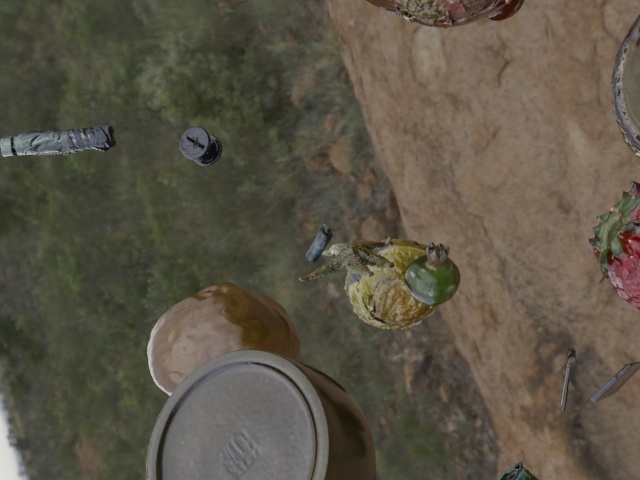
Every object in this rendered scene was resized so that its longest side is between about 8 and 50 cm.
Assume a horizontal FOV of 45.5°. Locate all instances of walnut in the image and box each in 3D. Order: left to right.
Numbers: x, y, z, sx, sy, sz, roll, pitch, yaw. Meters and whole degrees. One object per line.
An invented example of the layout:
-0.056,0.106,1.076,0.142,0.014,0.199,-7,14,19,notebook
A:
-0.250,0.281,1.970,0.398,0.354,0.307,-24,55,30,walnut

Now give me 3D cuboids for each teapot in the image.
-0.027,0.212,0.686,0.268,0.185,0.175,44,-177,36,teapot

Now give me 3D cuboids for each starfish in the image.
0.055,0.034,1.460,0.223,0.217,0.050,9,125,61,starfish

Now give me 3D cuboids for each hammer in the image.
0.644,0.368,1.996,0.065,0.021,0.178,-48,-36,-70,hammer

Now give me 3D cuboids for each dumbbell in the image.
-0.246,-0.194,1.578,0.069,0.069,0.147,68,-168,14,dumbbell

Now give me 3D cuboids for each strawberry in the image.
0.611,0.015,1.278,0.257,0.277,0.257,-160,90,-87,strawberry

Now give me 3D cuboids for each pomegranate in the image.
0.228,0.065,1.546,0.114,0.115,0.142,52,152,41,pomegranate

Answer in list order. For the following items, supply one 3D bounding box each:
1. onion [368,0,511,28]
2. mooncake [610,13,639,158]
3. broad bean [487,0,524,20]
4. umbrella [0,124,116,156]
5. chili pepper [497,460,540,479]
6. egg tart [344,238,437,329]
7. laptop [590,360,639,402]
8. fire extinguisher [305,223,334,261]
0.197,-0.503,1.273,0.353,0.354,0.353,46,144,48,onion
0.791,-0.323,1.528,0.393,0.246,0.393,-36,65,45,mooncake
0.370,-0.600,1.704,0.156,0.122,0.228,-39,82,37,broad bean
-0.442,-0.167,1.292,0.050,0.189,0.046,-100,3,-60,umbrella
0.327,0.437,1.022,0.270,0.136,0.099,40,158,6,chili pepper
0.174,0.111,1.732,0.106,0.241,0.240,-99,5,-62,egg tart
0.731,0.337,1.861,0.016,0.197,0.135,48,111,27,laptop
0.000,0.000,1.367,0.083,0.025,0.038,-58,43,37,fire extinguisher
